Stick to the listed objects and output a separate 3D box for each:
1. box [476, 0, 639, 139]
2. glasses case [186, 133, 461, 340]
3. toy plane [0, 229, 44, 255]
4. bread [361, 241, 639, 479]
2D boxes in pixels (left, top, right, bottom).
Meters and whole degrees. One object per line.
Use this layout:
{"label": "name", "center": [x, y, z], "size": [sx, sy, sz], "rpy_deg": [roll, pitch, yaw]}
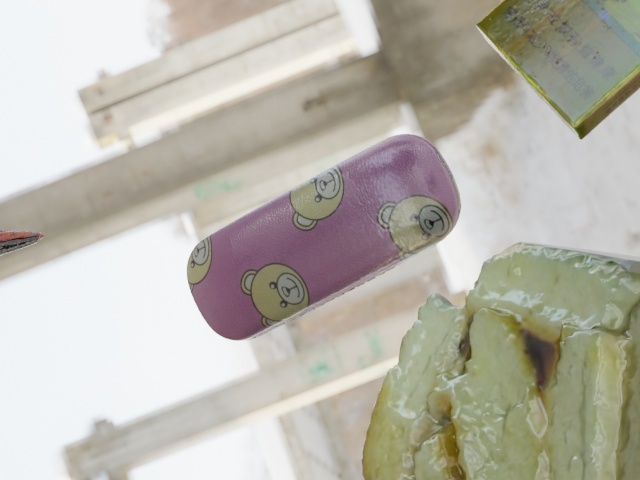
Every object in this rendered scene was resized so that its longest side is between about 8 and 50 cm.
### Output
{"label": "box", "center": [0.224, -0.182, 1.210], "size": [0.121, 0.193, 0.030], "rpy_deg": [52, -174, 28]}
{"label": "glasses case", "center": [0.000, 0.000, 1.719], "size": [0.123, 0.316, 0.076], "rpy_deg": [65, -159, 6]}
{"label": "toy plane", "center": [-0.349, 0.022, 1.520], "size": [0.130, 0.189, 0.061], "rpy_deg": [103, 158, -62]}
{"label": "bread", "center": [0.250, 0.133, 1.282], "size": [0.239, 0.264, 0.395], "rpy_deg": [21, 173, -37]}
